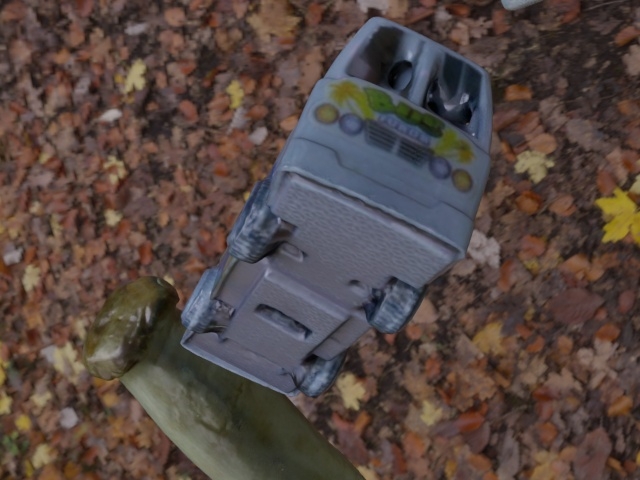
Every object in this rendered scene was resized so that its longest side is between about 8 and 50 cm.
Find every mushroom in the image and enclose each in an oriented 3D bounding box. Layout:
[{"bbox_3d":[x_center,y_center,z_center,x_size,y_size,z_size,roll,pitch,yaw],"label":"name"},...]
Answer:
[{"bbox_3d":[-0.073,0.160,0.840,0.100,0.081,0.312,-46,106,-12],"label":"mushroom"}]

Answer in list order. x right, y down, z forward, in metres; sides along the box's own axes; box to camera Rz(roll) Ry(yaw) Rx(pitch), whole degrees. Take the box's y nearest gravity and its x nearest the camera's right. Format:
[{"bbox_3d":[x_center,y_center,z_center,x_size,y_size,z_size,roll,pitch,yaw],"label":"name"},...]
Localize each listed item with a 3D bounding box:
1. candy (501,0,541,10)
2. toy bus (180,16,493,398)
[{"bbox_3d":[0.274,-0.338,1.089,0.174,0.071,0.138,-8,67,55],"label":"candy"},{"bbox_3d":[0.000,0.000,0.597,0.109,0.136,0.329,28,154,-5],"label":"toy bus"}]
